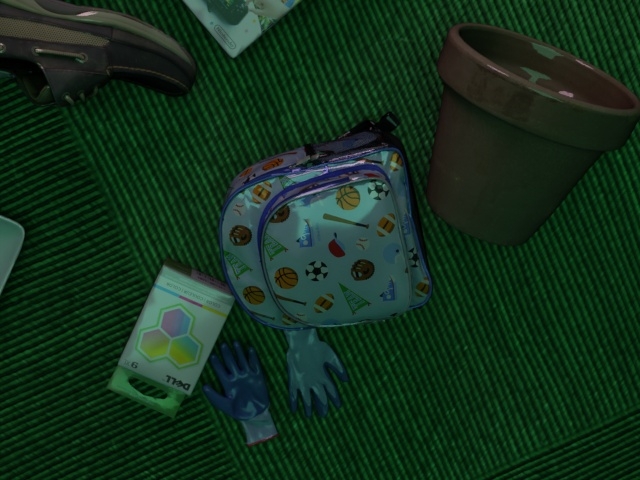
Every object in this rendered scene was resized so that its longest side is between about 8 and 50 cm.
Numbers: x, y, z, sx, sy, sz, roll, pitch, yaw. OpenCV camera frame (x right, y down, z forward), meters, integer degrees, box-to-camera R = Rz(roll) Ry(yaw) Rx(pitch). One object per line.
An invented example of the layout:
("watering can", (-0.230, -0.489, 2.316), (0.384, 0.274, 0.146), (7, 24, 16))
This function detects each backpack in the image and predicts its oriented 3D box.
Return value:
("backpack", (0.000, 0.000, 1.355), (0.263, 0.213, 0.277), (-11, 103, 8))

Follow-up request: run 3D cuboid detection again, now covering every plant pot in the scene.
("plant pot", (0.245, -0.123, 1.340), (0.263, 0.263, 0.229), (19, 114, -7))

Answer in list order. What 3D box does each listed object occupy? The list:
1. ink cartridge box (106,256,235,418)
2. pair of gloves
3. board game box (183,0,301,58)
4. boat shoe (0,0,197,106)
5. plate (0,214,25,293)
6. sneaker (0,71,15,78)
("ink cartridge box", (-0.206, 0.141, 1.426), (0.108, 0.062, 0.209), (25, 97, -9))
("pair of gloves", (-0.063, 0.194, 1.452), (0.198, 0.023, 0.159), (-21, 102, -10))
("board game box", (-0.070, -0.413, 1.330), (0.303, 0.097, 0.224), (-41, 100, 2))
("boat shoe", (-0.327, -0.225, 1.284), (0.355, 0.132, 0.130), (14, 82, -27))
("plate", (-0.568, 0.051, 1.394), (0.277, 0.045, 0.277), (23, 96, -7))
("sneaker", (-0.377, -0.210, 1.368), (0.098, 0.038, 0.069), (-19, 99, -1))
